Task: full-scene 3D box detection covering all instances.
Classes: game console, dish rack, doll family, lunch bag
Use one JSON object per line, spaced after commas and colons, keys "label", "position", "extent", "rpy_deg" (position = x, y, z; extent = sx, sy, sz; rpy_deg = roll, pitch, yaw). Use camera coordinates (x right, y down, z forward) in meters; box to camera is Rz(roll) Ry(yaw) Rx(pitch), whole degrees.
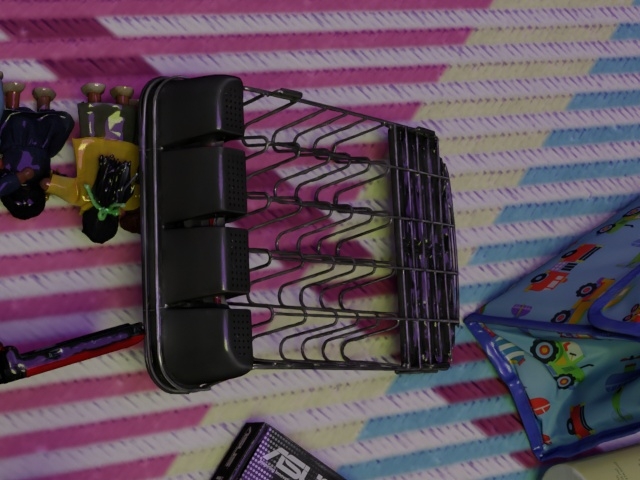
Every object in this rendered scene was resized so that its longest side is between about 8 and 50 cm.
{"label": "game console", "position": [-0.189, 0.042, 0.749], "extent": [0.124, 0.144, 0.085], "rpy_deg": [-16, 89, -25]}
{"label": "dish rack", "position": [0.000, 0.000, 0.866], "extent": [0.271, 0.074, 0.208], "rpy_deg": [7, 79, -48]}
{"label": "doll family", "position": [-0.175, -0.048, 0.815], "extent": [0.193, 0.076, 0.111], "rpy_deg": [5, 84, -18]}
{"label": "lunch bag", "position": [0.282, 0.045, 0.877], "extent": [0.221, 0.293, 0.138], "rpy_deg": [-31, 95, -26]}

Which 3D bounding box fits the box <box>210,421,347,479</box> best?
{"label": "box", "position": [-0.018, 0.251, 0.846], "extent": [0.190, 0.045, 0.184], "rpy_deg": [39, 71, -14]}

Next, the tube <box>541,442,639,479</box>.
{"label": "tube", "position": [0.281, 0.188, 0.985], "extent": [0.240, 0.062, 0.070], "rpy_deg": [-2, 123, -34]}
